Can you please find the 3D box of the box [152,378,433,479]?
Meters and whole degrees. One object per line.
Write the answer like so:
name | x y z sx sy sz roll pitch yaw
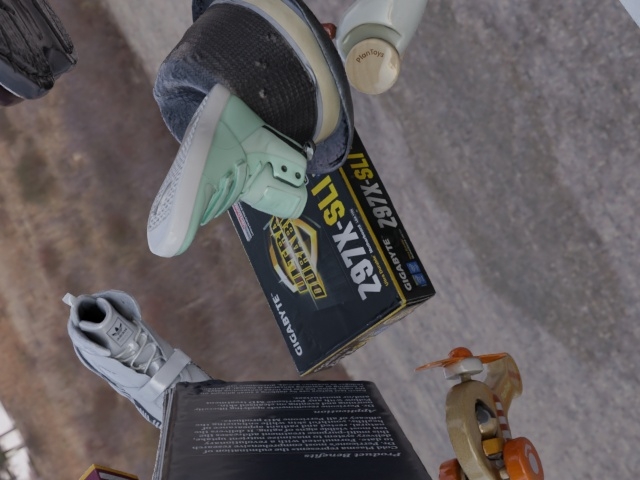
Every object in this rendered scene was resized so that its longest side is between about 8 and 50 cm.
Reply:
box | -0.042 0.447 1.187 0.472 0.297 0.480 -122 32 -81

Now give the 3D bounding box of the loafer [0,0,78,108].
loafer | -0.196 -0.100 0.530 0.109 0.095 0.302 58 -179 -8

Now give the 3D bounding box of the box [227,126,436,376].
box | 0.000 0.000 1.514 0.257 0.079 0.322 -39 70 42

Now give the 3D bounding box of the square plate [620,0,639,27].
square plate | 0.468 -0.442 1.487 0.344 0.049 0.347 66 -179 -57

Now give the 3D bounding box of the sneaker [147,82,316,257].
sneaker | -0.082 -0.053 1.083 0.151 0.094 0.256 31 -141 -14

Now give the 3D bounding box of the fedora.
fedora | -0.110 -0.188 1.299 0.334 0.152 0.334 42 151 30

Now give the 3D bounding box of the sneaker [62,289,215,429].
sneaker | -0.328 0.221 1.908 0.365 0.137 0.210 31 157 19

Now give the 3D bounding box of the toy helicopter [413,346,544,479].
toy helicopter | 0.260 0.254 1.656 0.235 0.140 0.355 63 -156 -5

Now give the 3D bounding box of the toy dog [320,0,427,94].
toy dog | 0.087 -0.387 1.549 0.160 0.334 0.220 21 180 -1

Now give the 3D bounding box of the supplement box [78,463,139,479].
supplement box | -0.329 0.468 1.693 0.104 0.081 0.188 29 -163 -44
